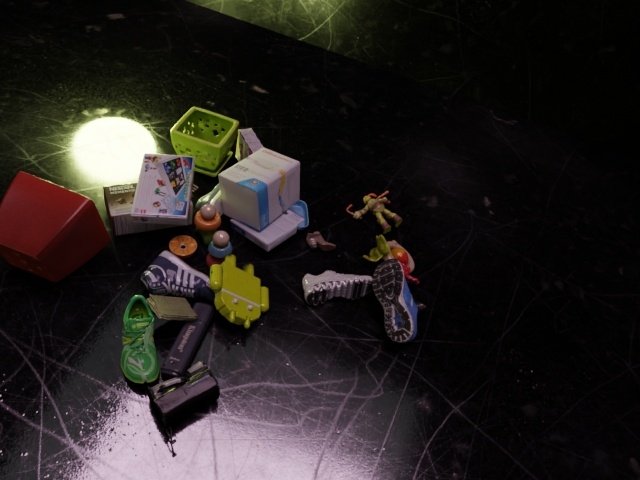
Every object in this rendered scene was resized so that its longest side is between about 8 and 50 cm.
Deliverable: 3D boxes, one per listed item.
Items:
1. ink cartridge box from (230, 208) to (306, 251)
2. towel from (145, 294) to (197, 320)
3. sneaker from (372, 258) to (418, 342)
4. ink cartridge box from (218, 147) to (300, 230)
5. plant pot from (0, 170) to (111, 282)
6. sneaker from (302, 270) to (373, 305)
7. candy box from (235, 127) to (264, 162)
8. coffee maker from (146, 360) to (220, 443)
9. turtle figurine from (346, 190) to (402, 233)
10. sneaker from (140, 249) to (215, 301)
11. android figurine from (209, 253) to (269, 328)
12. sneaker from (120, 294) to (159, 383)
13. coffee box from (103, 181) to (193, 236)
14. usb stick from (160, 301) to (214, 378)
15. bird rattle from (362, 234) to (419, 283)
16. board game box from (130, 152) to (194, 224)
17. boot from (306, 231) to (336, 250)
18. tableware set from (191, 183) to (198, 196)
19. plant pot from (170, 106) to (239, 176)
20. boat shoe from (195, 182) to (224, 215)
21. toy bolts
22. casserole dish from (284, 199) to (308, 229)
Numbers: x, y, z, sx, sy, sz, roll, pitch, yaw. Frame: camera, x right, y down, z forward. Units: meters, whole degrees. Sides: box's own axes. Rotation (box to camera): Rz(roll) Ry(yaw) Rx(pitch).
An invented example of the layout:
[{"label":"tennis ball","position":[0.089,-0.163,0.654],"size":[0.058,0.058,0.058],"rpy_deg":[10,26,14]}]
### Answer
[{"label":"ink cartridge box","position":[-0.212,-0.070,1.876],"size":[0.223,0.045,0.224],"rpy_deg":[32,48,29]},{"label":"towel","position":[-0.477,0.219,1.476],"size":[0.148,0.027,0.110],"rpy_deg":[11,25,-51]},{"label":"sneaker","position":[0.286,0.226,1.718],"size":[0.130,0.147,0.330],"rpy_deg":[-17,62,22]},{"label":"ink cartridge box","position":[-0.238,-0.213,1.852],"size":[0.198,0.197,0.270],"rpy_deg":[25,46,25]},{"label":"plant pot","position":[-0.907,-0.022,1.519],"size":[0.267,0.267,0.235],"rpy_deg":[21,57,3]},{"label":"sneaker","position":[0.070,0.160,1.743],"size":[0.292,0.110,0.118],"rpy_deg":[-4,41,-20]},{"label":"candy box","position":[-0.308,-0.374,2.076],"size":[0.071,0.159,0.233],"rpy_deg":[-12,52,-27]},{"label":"coffee maker","position":[-0.386,0.463,1.330],"size":[0.178,0.120,0.171],"rpy_deg":[-22,82,-31]},{"label":"turtle figurine","position":[0.271,-0.144,2.087],"size":[0.269,0.087,0.217],"rpy_deg":[-25,59,-33]},{"label":"sneaker","position":[-0.483,0.163,1.573],"size":[0.282,0.099,0.153],"rpy_deg":[32,51,11]},{"label":"android figurine","position":[-0.281,0.177,1.584],"size":[0.248,0.056,0.273],"rpy_deg":[33,33,-34]},{"label":"sneaker","position":[-0.561,0.298,1.406],"size":[0.109,0.123,0.295],"rpy_deg":[-7,52,-23]},{"label":"coffee box","position":[-0.665,-0.135,1.775],"size":[0.297,0.119,0.168],"rpy_deg":[-11,53,-26]},{"label":"usb stick","position":[-0.425,0.317,1.483],"size":[0.077,0.045,0.278],"rpy_deg":[19,46,0]},{"label":"bird rattle","position":[0.317,0.079,1.877],"size":[0.253,0.143,0.207],"rpy_deg":[40,33,16]},{"label":"board game box","position":[-0.582,-0.197,1.716],"size":[0.193,0.053,0.305],"rpy_deg":[3,55,-10]},{"label":"boot","position":[0.000,0.000,1.906],"size":[0.118,0.042,0.087],"rpy_deg":[1,46,-16]},{"label":"tableware set","position":[-0.559,-0.207,1.777],"size":[0.154,0.024,0.104],"rpy_deg":[32,55,10]},{"label":"plant pot","position":[-0.509,-0.423,2.027],"size":[0.228,0.207,0.227],"rpy_deg":[20,47,1]},{"label":"boat shoe","position":[-0.413,-0.212,1.927],"size":[0.099,0.116,0.319],"rpy_deg":[7,41,18]},{"label":"toy bolts","position":[-0.431,-0.010,1.703],"size":[0.218,0.158,0.228],"rpy_deg":[-30,62,-36]},{"label":"casserole dish","position":[-0.112,-0.108,1.975],"size":[0.114,0.037,0.188],"rpy_deg":[4,47,-13]}]
